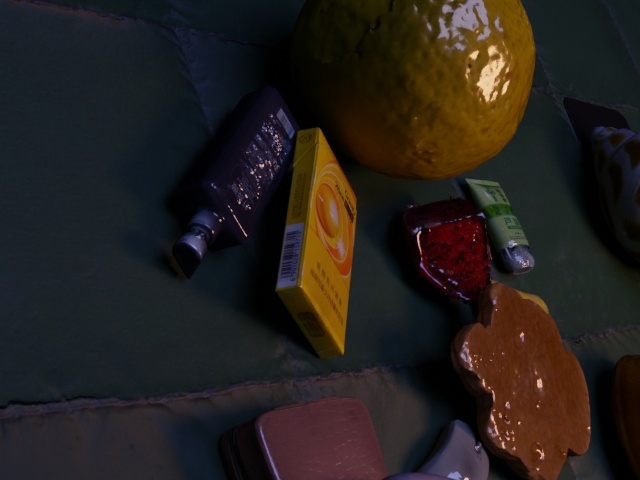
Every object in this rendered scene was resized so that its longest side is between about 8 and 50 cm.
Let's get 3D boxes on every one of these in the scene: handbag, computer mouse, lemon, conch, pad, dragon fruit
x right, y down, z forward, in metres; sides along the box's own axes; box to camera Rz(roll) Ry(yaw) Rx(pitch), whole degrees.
[{"bbox_3d":[-0.010,0.260,1.233,0.193,0.072,0.151,-2,65,-51],"label":"handbag"},{"bbox_3d":[0.184,0.301,1.431,0.089,0.056,0.182,56,36,-9],"label":"computer mouse"},{"bbox_3d":[0.141,-0.253,1.552,0.387,0.349,0.350,43,39,-29],"label":"lemon"},{"bbox_3d":[0.640,-0.089,2.108,0.249,0.197,0.368,74,12,-47],"label":"conch"},{"bbox_3d":[0.614,-0.215,2.320,0.267,0.004,0.181,5,60,-47],"label":"pad"},{"bbox_3d":[0.184,0.023,1.623,0.127,0.120,0.161,-132,-149,-77],"label":"dragon fruit"}]

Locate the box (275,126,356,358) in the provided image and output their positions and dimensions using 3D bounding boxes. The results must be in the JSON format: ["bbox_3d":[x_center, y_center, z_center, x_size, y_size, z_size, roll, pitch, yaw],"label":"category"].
[{"bbox_3d":[0.000,0.000,1.406,0.152,0.043,0.269,61,27,-45],"label":"box"}]

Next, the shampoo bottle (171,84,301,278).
[{"bbox_3d":[-0.107,-0.074,1.356,0.098,0.071,0.309,60,33,-26],"label":"shampoo bottle"}]

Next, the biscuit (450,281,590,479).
[{"bbox_3d":[0.292,0.214,1.580,0.376,0.051,0.269,31,52,-44],"label":"biscuit"}]

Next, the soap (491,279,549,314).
[{"bbox_3d":[0.303,0.111,1.716,0.168,0.033,0.089,20,52,-38],"label":"soap"}]

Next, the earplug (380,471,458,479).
[{"bbox_3d":[0.159,0.355,1.246,0.301,0.172,0.172,37,41,-32],"label":"earplug"}]

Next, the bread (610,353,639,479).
[{"bbox_3d":[0.569,0.303,1.782,0.195,0.142,0.270,27,48,-37],"label":"bread"}]

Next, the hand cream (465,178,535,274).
[{"bbox_3d":[0.302,-0.026,1.803,0.095,0.046,0.175,2,61,-45],"label":"hand cream"}]
